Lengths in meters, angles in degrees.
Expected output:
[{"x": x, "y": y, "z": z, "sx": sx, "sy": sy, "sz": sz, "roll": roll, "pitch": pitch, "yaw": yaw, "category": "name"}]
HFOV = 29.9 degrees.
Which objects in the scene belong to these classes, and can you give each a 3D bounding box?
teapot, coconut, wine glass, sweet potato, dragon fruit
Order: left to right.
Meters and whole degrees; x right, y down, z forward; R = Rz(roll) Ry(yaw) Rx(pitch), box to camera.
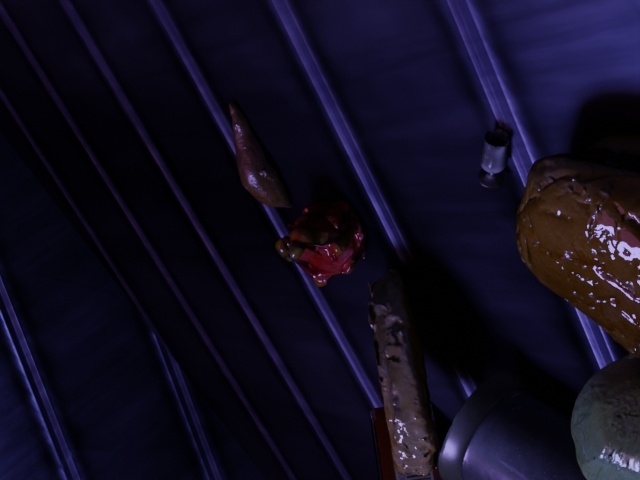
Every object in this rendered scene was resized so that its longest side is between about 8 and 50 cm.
[{"x": -0.118, "y": -0.131, "z": 2.056, "sx": 0.068, "sy": 0.068, "sz": 0.226, "roll": 15, "pitch": 139, "yaw": 55, "category": "sweet potato"}, {"x": 0.000, "y": 0.000, "z": 1.958, "sx": 0.133, "sy": 0.208, "sz": 0.150, "roll": 25, "pitch": 107, "yaw": 21, "category": "dragon fruit"}, {"x": 0.219, "y": -0.101, "z": 1.502, "sx": 0.039, "sy": 0.042, "sz": 0.083, "roll": 13, "pitch": 146, "yaw": 9, "category": "wine glass"}, {"x": 0.349, "y": 0.384, "z": 1.771, "sx": 0.337, "sy": 0.270, "sz": 0.200, "roll": 32, "pitch": -176, "yaw": 33, "category": "teapot"}, {"x": 0.415, "y": 0.239, "z": 1.445, "sx": 0.236, "sy": 0.236, "sz": 0.204, "roll": 92, "pitch": 163, "yaw": -59, "category": "coconut"}]

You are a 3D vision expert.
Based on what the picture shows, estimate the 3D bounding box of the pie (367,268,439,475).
[{"x": 0.130, "y": 0.212, "z": 1.909, "sx": 0.339, "sy": 0.083, "sz": 0.339, "roll": -12, "pitch": -90, "yaw": -86, "category": "pie"}]

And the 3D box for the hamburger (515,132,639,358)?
[{"x": 0.320, "y": -0.007, "z": 1.345, "sx": 0.211, "sy": 0.132, "sz": 0.308, "roll": 36, "pitch": 156, "yaw": 25, "category": "hamburger"}]

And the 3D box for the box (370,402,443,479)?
[{"x": 0.186, "y": 0.551, "z": 2.272, "sx": 0.385, "sy": 0.122, "sz": 0.344, "roll": 80, "pitch": -178, "yaw": -52, "category": "box"}]
